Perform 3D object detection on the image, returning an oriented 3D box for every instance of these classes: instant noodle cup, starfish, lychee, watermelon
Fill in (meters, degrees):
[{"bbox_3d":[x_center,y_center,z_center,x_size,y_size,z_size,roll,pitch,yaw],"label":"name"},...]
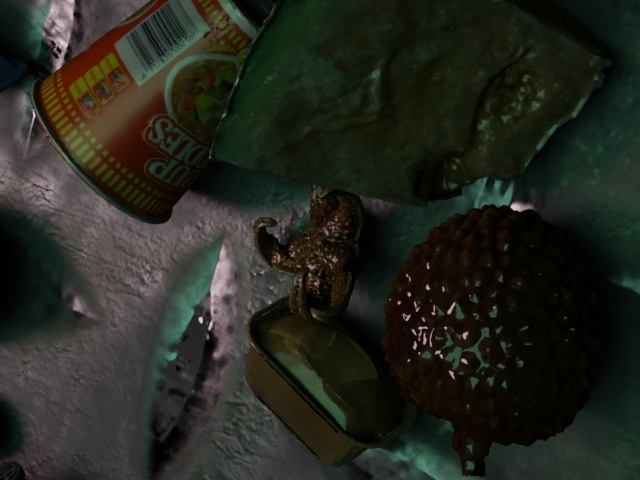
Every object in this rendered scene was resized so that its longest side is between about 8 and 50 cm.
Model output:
[{"bbox_3d":[-0.134,-0.153,1.596,0.212,0.193,0.193,-41,77,16],"label":"instant noodle cup"},{"bbox_3d":[-0.001,0.001,1.556,0.146,0.074,0.190,-63,31,25],"label":"starfish"},{"bbox_3d":[0.146,0.087,1.464,0.200,0.200,0.238,12,89,26],"label":"lychee"},{"bbox_3d":[0.057,-0.150,1.476,0.264,0.302,0.151,-57,27,24],"label":"watermelon"}]

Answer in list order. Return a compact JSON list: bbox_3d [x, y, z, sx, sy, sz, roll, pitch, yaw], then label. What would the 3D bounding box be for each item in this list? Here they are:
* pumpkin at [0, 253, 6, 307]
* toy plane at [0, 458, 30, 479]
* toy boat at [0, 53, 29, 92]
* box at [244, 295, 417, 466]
[{"bbox_3d":[-0.410,0.036,1.775,0.167,0.125,0.167,4,137,3],"label":"pumpkin"},{"bbox_3d":[-0.353,0.297,1.789,0.255,0.101,0.251,1,133,42],"label":"toy plane"},{"bbox_3d":[-0.395,-0.226,1.766,0.223,0.100,0.097,33,74,14],"label":"toy boat"},{"bbox_3d":[0.006,0.129,1.591,0.177,0.111,0.111,44,113,15],"label":"box"}]
